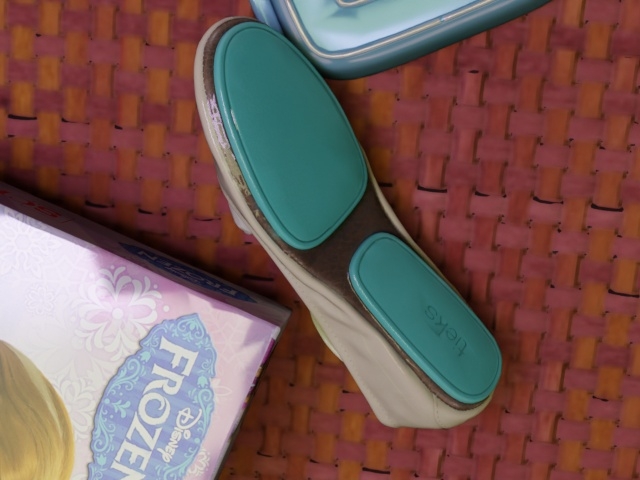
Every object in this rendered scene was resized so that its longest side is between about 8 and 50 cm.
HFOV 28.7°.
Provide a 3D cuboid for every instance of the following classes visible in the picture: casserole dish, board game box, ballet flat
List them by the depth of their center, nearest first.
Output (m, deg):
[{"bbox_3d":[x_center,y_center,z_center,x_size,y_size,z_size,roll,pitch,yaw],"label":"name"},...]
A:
[{"bbox_3d":[0.047,-0.151,0.633,0.188,0.037,0.114,-20,101,14],"label":"casserole dish"},{"bbox_3d":[0.000,0.000,0.662,0.086,0.086,0.248,-31,101,15],"label":"ballet flat"},{"bbox_3d":[-0.222,0.119,0.663,0.318,0.066,0.318,23,97,2],"label":"board game box"}]
